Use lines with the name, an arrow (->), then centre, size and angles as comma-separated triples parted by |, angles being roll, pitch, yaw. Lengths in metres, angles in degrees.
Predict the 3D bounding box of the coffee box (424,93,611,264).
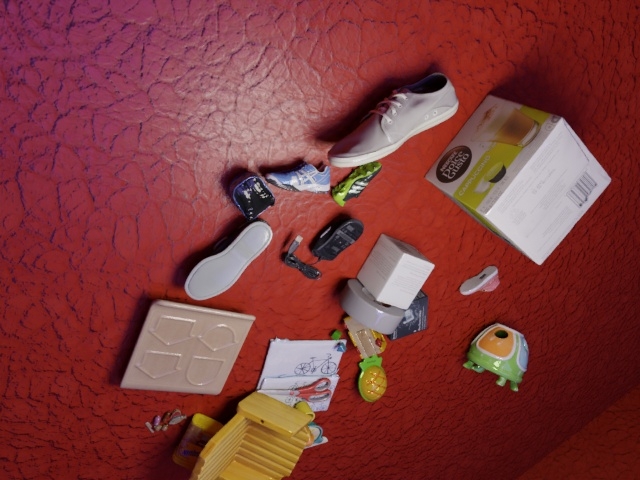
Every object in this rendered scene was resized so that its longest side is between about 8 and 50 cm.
coffee box -> 0.609, -0.197, 1.564 | 0.338, 0.334, 0.338 | 31, 102, -33

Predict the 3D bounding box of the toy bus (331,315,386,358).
toy bus -> 0.155, 0.315, 1.768 | 0.190, 0.104, 0.202 | 22, 110, 12

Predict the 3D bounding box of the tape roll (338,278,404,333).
tape roll -> 0.170, 0.218, 1.651 | 0.219, 0.219, 0.072 | 20, 108, -33

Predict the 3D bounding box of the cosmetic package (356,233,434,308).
cosmetic package -> 0.250, 0.105, 1.670 | 0.151, 0.151, 0.184 | 19, 108, -33

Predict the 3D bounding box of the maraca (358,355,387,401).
maraca -> 0.200, 0.532, 1.919 | 0.127, 0.099, 0.186 | -8, 95, -31

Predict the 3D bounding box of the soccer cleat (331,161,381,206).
soccer cleat -> 0.115, -0.175, 1.514 | 0.178, 0.060, 0.072 | -36, 136, 4

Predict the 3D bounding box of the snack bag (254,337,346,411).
snack bag -> -0.071, 0.499, 1.804 | 0.322, 0.037, 0.343 | 6, 113, -28

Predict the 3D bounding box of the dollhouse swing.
dollhouse swing -> -0.239, 0.755, 1.662 | 0.315, 0.305, 0.347 | 25, 111, 1

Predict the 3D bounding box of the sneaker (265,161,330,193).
sneaker -> -0.063, -0.184, 1.413 | 0.211, 0.080, 0.081 | -2, 111, -36

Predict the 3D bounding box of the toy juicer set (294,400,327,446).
toy juicer set -> -0.090, 0.760, 1.886 | 0.209, 0.089, 0.329 | -24, 133, -7

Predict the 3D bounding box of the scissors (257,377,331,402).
scissors -> -0.090, 0.560, 1.793 | 0.296, 0.021, 0.109 | -3, 120, -25

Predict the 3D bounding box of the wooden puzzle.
wooden puzzle -> -0.410, 0.328, 1.526 | 0.322, 0.080, 0.348 | 16, 113, -31

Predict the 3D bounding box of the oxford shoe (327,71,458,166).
oxford shoe -> 0.199, -0.345, 1.393 | 0.449, 0.169, 0.130 | -32, 129, -16

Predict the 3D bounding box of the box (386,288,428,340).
box -> 0.306, 0.266, 1.823 | 0.158, 0.093, 0.156 | -15, 122, -17

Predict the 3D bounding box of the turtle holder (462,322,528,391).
turtle holder -> 0.775, 0.486, 2.084 | 0.320, 0.243, 0.228 | 26, 86, -25

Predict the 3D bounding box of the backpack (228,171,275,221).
backpack -> -0.196, -0.132, 1.365 | 0.105, 0.084, 0.114 | -36, 131, -5

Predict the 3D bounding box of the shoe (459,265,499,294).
shoe -> 0.632, 0.179, 1.949 | 0.178, 0.063, 0.081 | -33, 121, -11

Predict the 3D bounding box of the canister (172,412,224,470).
canister -> -0.419, 0.695, 1.704 | 0.126, 0.073, 0.170 | 26, 102, -5

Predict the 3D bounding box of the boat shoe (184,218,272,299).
boat shoe -> -0.262, 0.053, 1.431 | 0.302, 0.091, 0.114 | -37, 106, -1

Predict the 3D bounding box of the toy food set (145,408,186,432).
toy food set -> -0.517, 0.604, 1.656 | 0.122, 0.019, 0.078 | -25, 125, -12

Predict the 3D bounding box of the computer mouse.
computer mouse -> 0.000, 0.000, 1.552 | 0.184, 0.060, 0.262 | 28, 114, -39
